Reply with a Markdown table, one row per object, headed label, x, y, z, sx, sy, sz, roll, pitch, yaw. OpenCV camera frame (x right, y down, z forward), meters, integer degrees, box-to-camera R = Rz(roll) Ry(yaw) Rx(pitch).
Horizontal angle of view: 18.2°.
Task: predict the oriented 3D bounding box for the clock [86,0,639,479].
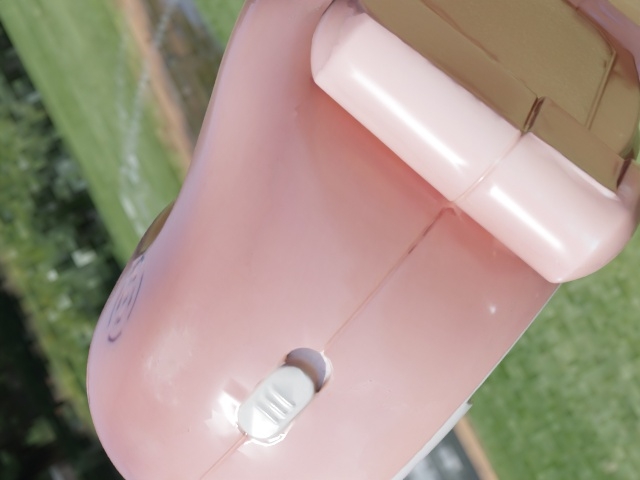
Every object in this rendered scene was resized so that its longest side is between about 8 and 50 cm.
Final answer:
| label | x | y | z | sx | sy | sz | roll | pitch | yaw |
| --- | --- | --- | --- | --- | --- | --- | --- | --- | --- |
| clock | 0.000 | 0.000 | 0.708 | 0.142 | 0.241 | 0.227 | 37 | -154 | -1 |
